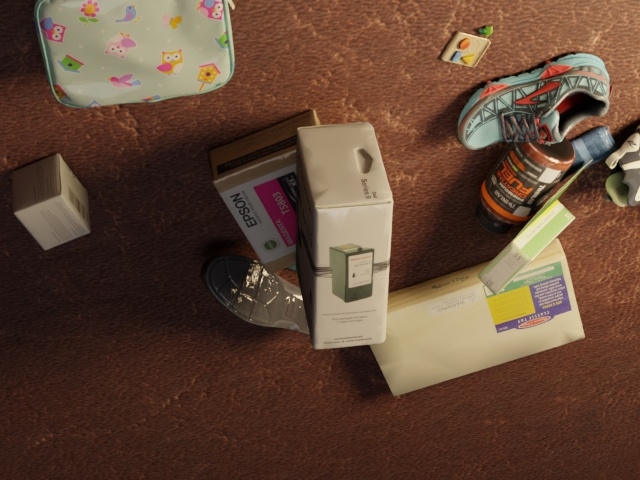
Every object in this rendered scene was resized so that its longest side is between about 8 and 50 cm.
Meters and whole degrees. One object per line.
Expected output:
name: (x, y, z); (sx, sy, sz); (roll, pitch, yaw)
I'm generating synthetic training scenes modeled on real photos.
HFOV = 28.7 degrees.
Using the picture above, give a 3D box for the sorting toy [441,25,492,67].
sorting toy: (0.233, -0.305, 1.948); (0.062, 0.012, 0.083); (12, 133, -24)

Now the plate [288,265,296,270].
plate: (0.000, 0.000, 2.216); (0.188, 0.024, 0.188); (-7, 137, -6)

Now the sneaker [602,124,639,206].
sneaker: (0.568, -0.094, 2.172); (0.153, 0.094, 0.235); (-34, 134, 5)

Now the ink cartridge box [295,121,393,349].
ink cartridge box: (0.031, -0.009, 1.935); (0.121, 0.211, 0.289); (-5, 130, -7)

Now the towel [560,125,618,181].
towel: (0.448, -0.150, 2.153); (0.119, 0.029, 0.067); (-26, 135, 15)

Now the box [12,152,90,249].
box: (-0.429, -0.061, 1.994); (0.087, 0.102, 0.101); (-22, 138, 7)

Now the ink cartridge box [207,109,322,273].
ink cartridge box: (-0.049, -0.076, 2.060); (0.193, 0.088, 0.235); (-22, 131, 9)

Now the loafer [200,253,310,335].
loafer: (-0.098, 0.105, 2.254); (0.302, 0.109, 0.095); (24, 171, -32)

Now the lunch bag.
lunch bag: (-0.257, -0.309, 1.762); (0.279, 0.108, 0.224); (-9, 135, -5)

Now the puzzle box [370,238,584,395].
puzzle box: (0.297, 0.156, 2.432); (0.408, 0.052, 0.272); (-18, 137, 6)

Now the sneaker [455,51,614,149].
sneaker: (0.340, -0.205, 1.997); (0.261, 0.125, 0.104); (-25, 135, 14)

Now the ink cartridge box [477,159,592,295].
ink cartridge box: (0.385, -0.021, 2.163); (0.171, 0.056, 0.235); (-38, 172, -43)

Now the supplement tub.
supplement tub: (0.340, -0.099, 2.126); (0.106, 0.106, 0.198); (11, 133, -23)
